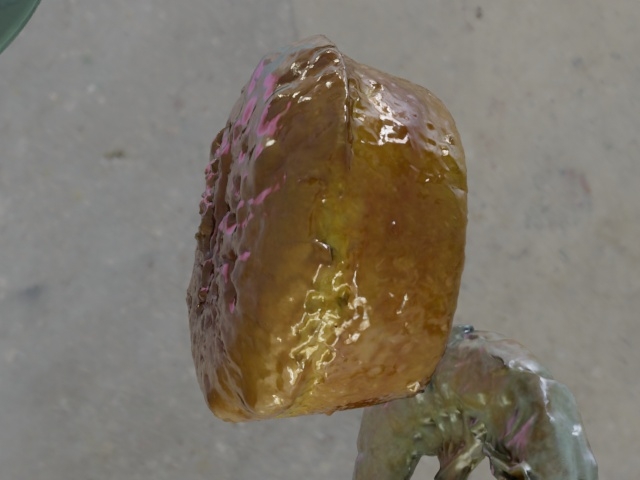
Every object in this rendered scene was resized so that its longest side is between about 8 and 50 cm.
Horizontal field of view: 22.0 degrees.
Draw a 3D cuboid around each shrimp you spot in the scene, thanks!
[{"bbox_3d":[0.135,0.225,1.415,0.247,0.085,0.360,-46,45,17],"label":"shrimp"}]

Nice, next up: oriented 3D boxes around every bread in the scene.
[{"bbox_3d":[-0.002,-0.001,1.244,0.312,0.172,0.312,-170,90,-73],"label":"bread"}]

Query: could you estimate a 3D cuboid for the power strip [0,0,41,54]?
[{"bbox_3d":[-0.194,-0.145,0.719,0.253,0.167,0.054,-38,16,-17],"label":"power strip"}]
